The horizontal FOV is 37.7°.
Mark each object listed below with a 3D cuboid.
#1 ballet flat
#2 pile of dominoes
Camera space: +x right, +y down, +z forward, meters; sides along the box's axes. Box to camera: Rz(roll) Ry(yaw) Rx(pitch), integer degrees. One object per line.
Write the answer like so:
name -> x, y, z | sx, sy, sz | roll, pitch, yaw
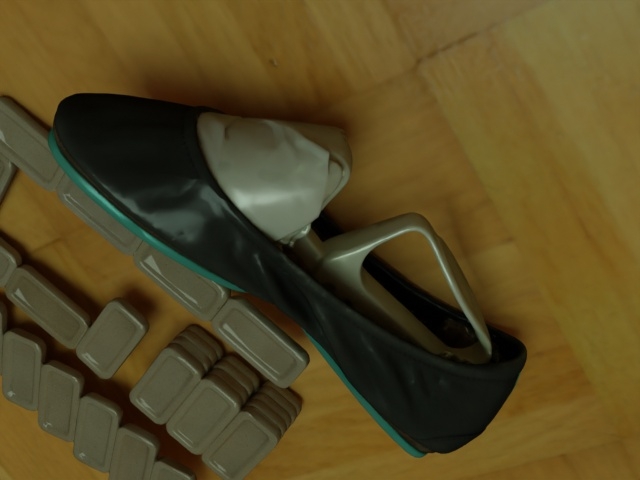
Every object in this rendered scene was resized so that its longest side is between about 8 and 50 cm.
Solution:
ballet flat -> 0.000, 0.000, 0.478 | 0.280, 0.095, 0.096 | 40, 113, -20
pile of dominoes -> -0.132, 0.054, 0.589 | 0.251, 0.040, 0.196 | 41, 124, 1
